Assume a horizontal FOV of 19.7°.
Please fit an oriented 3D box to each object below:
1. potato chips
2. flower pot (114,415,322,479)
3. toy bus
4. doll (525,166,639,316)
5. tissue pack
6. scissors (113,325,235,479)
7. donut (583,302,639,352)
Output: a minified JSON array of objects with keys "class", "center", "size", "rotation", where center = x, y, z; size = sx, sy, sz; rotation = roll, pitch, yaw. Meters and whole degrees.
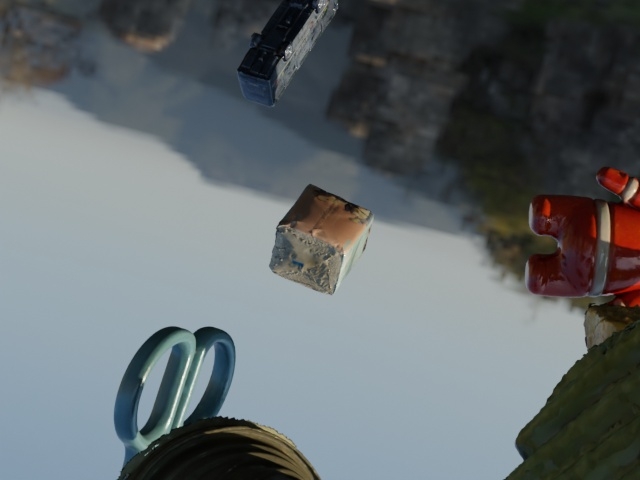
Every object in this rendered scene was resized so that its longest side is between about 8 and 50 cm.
[{"class":"potato chips","center":[0.349,0.202,1.769],"size":[0.070,0.429,0.358],"rotation":[32,-151,-38]},{"class":"flower pot","center":[-0.065,0.274,1.578],"size":[0.235,0.235,0.140],"rotation":[13,178,-29]},{"class":"toy bus","center":[-0.035,-0.225,2.032],"size":[0.047,0.166,0.065],"rotation":[20,148,21]},{"class":"doll","center":[0.423,0.012,2.276],"size":[0.336,0.200,0.105],"rotation":[2,-177,-3]},{"class":"tissue pack","center":[0.000,0.000,1.682],"size":[0.074,0.059,0.094],"rotation":[22,-151,7]},{"class":"scissors","center":[-0.192,0.296,1.829],"size":[0.029,0.447,0.192],"rotation":[21,-173,24]},{"class":"donut","center":[0.442,0.159,2.167],"size":[0.259,0.152,0.101],"rotation":[2,-169,-1]}]
